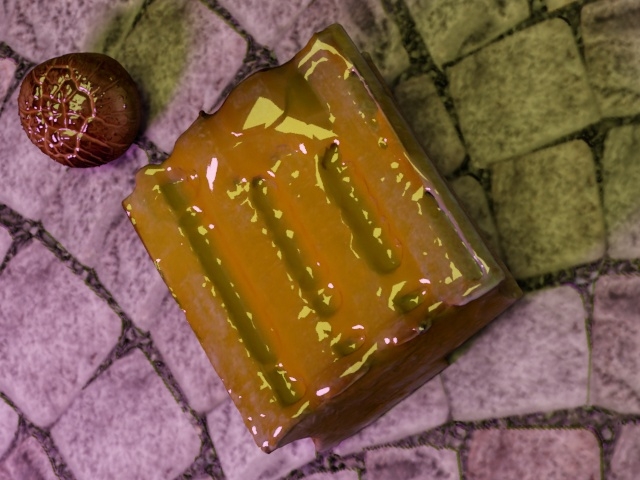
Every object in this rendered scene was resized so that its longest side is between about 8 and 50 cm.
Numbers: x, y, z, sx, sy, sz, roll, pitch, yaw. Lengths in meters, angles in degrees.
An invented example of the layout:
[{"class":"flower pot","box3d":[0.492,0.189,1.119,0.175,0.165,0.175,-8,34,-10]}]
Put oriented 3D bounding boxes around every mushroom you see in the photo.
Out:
[{"class":"mushroom","box3d":[-0.231,-0.126,1.619,0.126,0.085,0.109,-26,69,27]}]

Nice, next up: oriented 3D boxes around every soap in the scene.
[{"class":"soap","box3d":[0.000,0.000,1.441,0.259,0.143,0.281,-38,64,20]}]
